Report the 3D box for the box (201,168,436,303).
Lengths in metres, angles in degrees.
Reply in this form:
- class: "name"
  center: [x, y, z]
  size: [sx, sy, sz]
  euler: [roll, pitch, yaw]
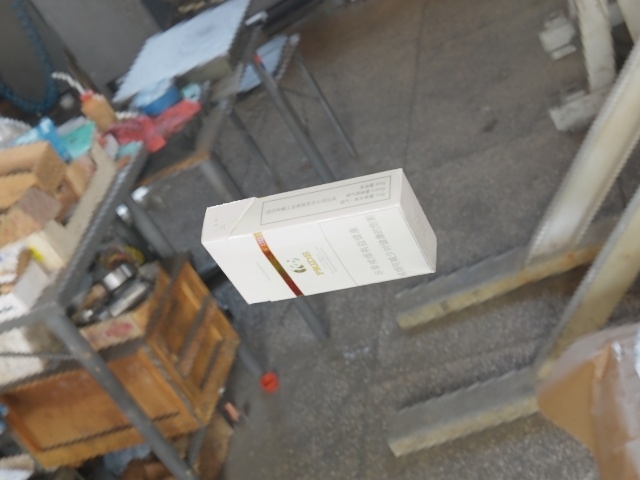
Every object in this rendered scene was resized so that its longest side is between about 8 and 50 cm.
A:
- class: "box"
  center: [0.000, 0.000, 0.759]
  size: [0.154, 0.084, 0.040]
  euler: [-10, 52, 21]
